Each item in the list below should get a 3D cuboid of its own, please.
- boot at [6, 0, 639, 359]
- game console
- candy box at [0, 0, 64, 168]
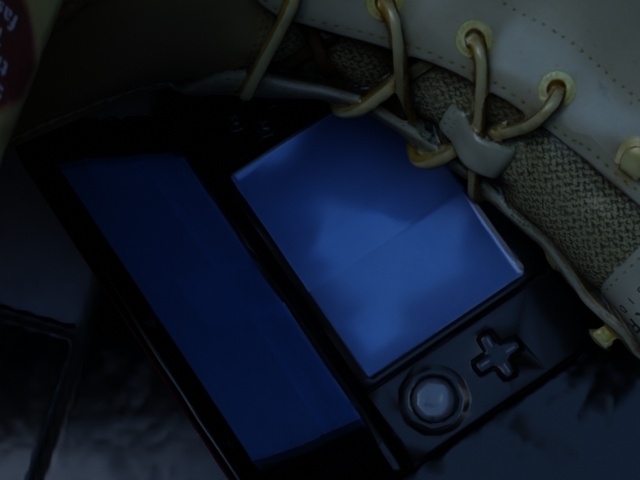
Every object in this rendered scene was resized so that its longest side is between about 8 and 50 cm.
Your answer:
[{"bbox_3d":[0.032,-0.043,0.474,0.262,0.095,0.203,-32,79,-36],"label":"boot"},{"bbox_3d":[0.000,0.000,0.500,0.124,0.085,0.144,-33,78,-5],"label":"game console"},{"bbox_3d":[-0.129,-0.138,0.422,0.183,0.087,0.316,-12,48,33],"label":"candy box"}]
